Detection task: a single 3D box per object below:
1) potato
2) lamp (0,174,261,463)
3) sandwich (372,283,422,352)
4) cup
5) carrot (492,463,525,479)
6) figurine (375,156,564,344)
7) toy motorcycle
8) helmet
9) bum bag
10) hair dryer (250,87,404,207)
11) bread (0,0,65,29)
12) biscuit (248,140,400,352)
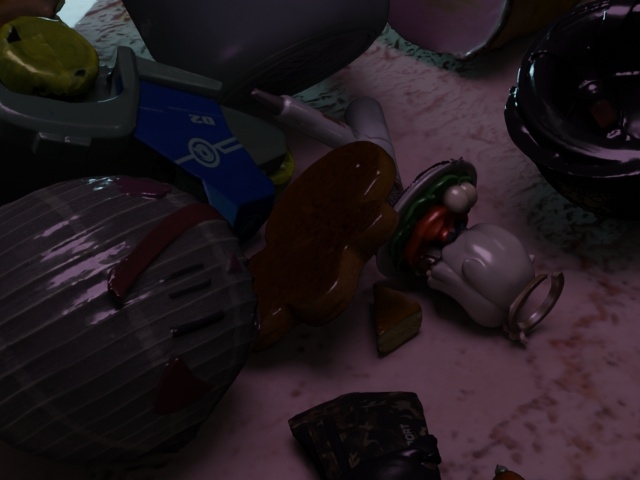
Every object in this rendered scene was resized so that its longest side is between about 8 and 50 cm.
[{"bbox_3d":[0.210,-0.334,1.948,0.229,0.229,0.266,29,29,32],"label":"potato"},{"bbox_3d":[-0.166,0.063,1.347,0.233,0.233,0.265,17,21,20],"label":"lamp"},{"bbox_3d":[0.067,0.067,1.506,0.044,0.031,0.083,0,35,2],"label":"sandwich"},{"bbox_3d":[-0.072,-0.284,1.793,0.259,0.274,0.356,-27,-8,9],"label":"cup"},{"bbox_3d":[0.150,0.224,1.294,0.035,0.035,0.142,-3,43,-7],"label":"carrot"},{"bbox_3d":[0.141,0.017,1.516,0.132,0.132,0.153,-29,57,-36],"label":"figurine"},{"bbox_3d":[-0.168,-0.057,1.567,0.326,0.191,0.200,9,41,-21],"label":"toy motorcycle"},{"bbox_3d":[0.302,-0.106,1.648,0.230,0.160,0.279,24,56,28],"label":"helmet"},{"bbox_3d":[0.053,0.191,1.301,0.102,0.069,0.248,-37,40,9],"label":"bum bag"},{"bbox_3d":[-0.002,-0.121,1.680,0.183,0.044,0.155,32,24,-25],"label":"hair dryer"},{"bbox_3d":[-0.449,-0.350,1.780,0.390,0.371,0.279,3,32,-4],"label":"bread"},{"bbox_3d":[0.000,0.000,1.513,0.180,0.039,0.236,-25,32,35],"label":"biscuit"}]
